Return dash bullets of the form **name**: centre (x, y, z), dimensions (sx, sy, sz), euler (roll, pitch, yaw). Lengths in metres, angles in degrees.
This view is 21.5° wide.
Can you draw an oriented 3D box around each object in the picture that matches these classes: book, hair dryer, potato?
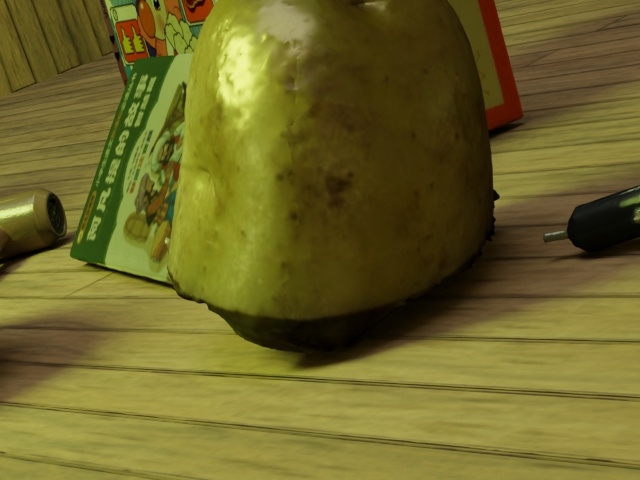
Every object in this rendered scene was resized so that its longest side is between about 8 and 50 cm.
- **book**: centre (-0.139, -0.067, 1.473), dimensions (0.027, 0.202, 0.264), euler (20, -4, -25)
- **hair dryer**: centre (0.228, -0.028, 1.022), dimensions (0.219, 0.071, 0.124), euler (-18, 11, 35)
- **potato**: centre (0.008, -0.081, 1.117), dimensions (0.242, 0.242, 0.285), euler (-8, 17, 39)
- **hair dryer**: centre (-0.331, 0.011, 1.680), dimensions (0.117, 0.064, 0.181), euler (-14, 21, 15)

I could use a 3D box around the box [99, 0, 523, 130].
- **box**: centre (-0.033, -0.225, 1.611), dimensions (0.257, 0.318, 0.349), euler (-19, 13, -24)
